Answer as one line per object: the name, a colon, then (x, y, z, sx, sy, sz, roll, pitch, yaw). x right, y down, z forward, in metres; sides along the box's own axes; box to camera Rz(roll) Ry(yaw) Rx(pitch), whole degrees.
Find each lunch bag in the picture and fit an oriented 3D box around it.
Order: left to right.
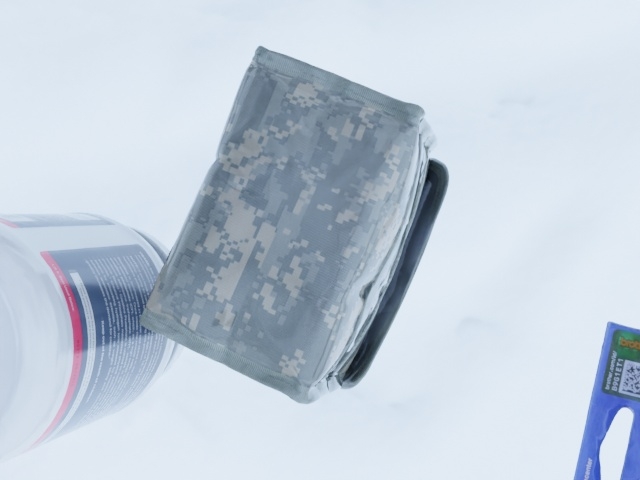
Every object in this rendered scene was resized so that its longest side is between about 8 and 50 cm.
lunch bag: (0.000, 0.000, 0.783, 0.169, 0.287, 0.235, 24, 90, 12)

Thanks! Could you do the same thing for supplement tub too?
supplement tub: (-0.238, 0.071, 0.764, 0.191, 0.272, 0.191, 0, 92, 15)

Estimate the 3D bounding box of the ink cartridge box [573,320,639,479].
ink cartridge box: (0.326, 0.174, 0.583, 0.311, 0.065, 0.186, 14, 81, 10)
